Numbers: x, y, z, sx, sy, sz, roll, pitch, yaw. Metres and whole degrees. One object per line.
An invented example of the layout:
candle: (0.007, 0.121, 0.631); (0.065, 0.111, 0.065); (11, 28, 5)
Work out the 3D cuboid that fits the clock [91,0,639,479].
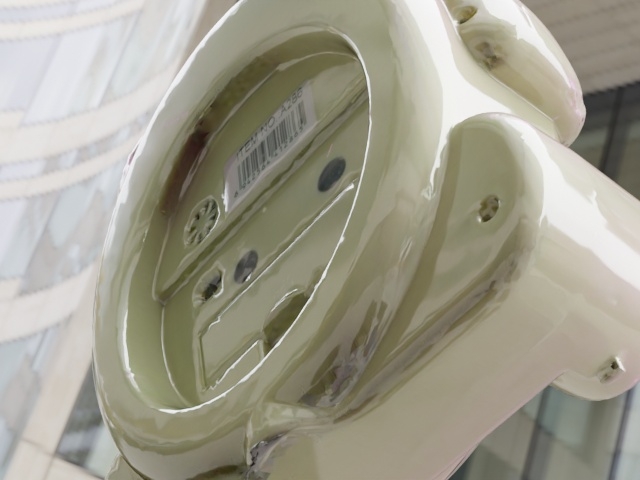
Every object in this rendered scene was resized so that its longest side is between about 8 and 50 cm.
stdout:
clock: (0.000, 0.000, 0.644); (0.114, 0.309, 0.284); (28, -59, -29)
